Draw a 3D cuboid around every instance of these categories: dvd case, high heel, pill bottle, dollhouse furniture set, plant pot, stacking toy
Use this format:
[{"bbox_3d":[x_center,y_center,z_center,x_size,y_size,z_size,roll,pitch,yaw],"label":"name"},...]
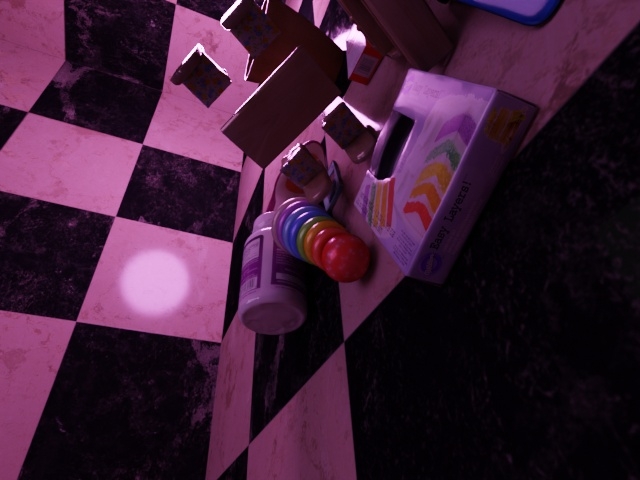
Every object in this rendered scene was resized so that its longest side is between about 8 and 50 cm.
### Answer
[{"bbox_3d":[0.027,-0.136,1.067,0.120,0.013,0.087,-99,29,-50],"label":"dvd case"},{"bbox_3d":[-0.087,-0.159,1.243,0.182,0.127,0.377,-95,28,-48],"label":"high heel"},{"bbox_3d":[-0.119,0.073,1.102,0.169,0.169,0.302,122,154,-43],"label":"pill bottle"},{"bbox_3d":[-0.008,-0.290,0.776,0.394,0.362,0.257,-41,30,14],"label":"dollhouse furniture set"},{"bbox_3d":[-0.071,-0.547,1.257,0.237,0.254,0.238,-166,90,-71],"label":"plant pot"},{"bbox_3d":[0.000,0.000,0.883,0.330,0.141,0.141,34,109,66],"label":"stacking toy"}]

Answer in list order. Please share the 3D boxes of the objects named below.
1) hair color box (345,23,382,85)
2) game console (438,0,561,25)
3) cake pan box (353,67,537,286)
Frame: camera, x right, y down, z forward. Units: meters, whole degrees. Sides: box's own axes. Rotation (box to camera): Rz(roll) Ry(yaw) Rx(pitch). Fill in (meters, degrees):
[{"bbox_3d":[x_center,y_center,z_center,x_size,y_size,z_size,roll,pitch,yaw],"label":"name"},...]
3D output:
[{"bbox_3d":[0.103,-0.461,1.011,0.093,0.053,0.168,125,151,-49],"label":"hair color box"},{"bbox_3d":[0.277,-0.441,0.540,0.293,0.173,0.250,-65,-9,29],"label":"game console"},{"bbox_3d":[0.150,-0.108,0.615,0.267,0.070,0.246,-112,41,-60],"label":"cake pan box"}]
